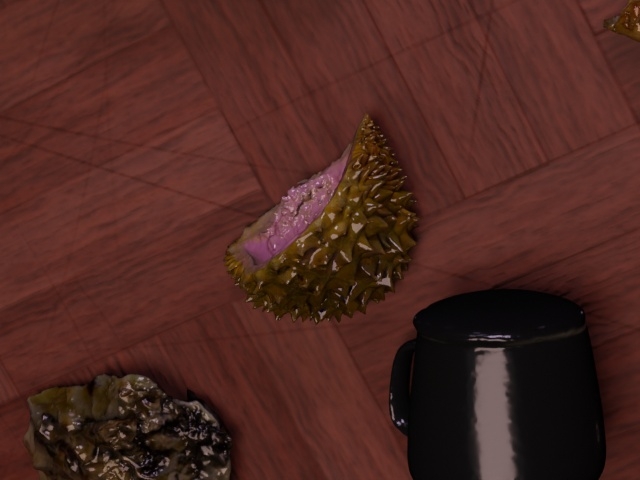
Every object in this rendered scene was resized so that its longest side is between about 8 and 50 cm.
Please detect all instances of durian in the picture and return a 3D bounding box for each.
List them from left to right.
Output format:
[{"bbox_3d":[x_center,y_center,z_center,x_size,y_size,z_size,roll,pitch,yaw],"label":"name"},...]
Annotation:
[{"bbox_3d":[0.002,-0.001,1.664,0.182,0.165,0.132,-27,57,2],"label":"durian"}]

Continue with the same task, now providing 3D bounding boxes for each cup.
[{"bbox_3d":[0.137,0.131,1.637,0.223,0.169,0.176,11,111,47],"label":"cup"}]

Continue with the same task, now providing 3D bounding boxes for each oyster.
[{"bbox_3d":[-0.184,0.229,1.810,0.223,0.083,0.214,-6,104,26],"label":"oyster"}]

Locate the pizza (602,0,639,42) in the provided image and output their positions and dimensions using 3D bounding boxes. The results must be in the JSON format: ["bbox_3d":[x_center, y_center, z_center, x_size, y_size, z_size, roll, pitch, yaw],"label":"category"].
[{"bbox_3d":[0.315,-0.210,1.513,0.178,0.041,0.131,6,109,15],"label":"pizza"}]
